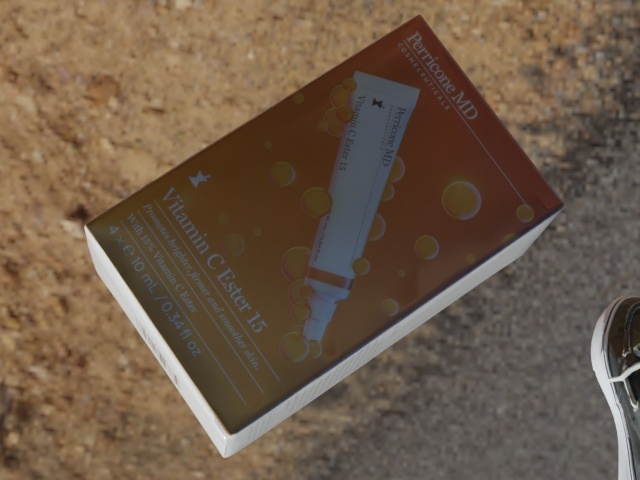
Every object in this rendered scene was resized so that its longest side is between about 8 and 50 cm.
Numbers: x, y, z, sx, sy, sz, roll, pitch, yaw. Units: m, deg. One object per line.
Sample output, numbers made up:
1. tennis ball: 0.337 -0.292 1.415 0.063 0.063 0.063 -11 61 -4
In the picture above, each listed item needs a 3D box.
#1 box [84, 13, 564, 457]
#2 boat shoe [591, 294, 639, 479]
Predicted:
1. box: 0.000 0.000 1.188 0.345 0.215 0.168 -34 171 -12
2. boat shoe: 0.357 0.162 1.426 0.113 0.306 0.105 17 135 -7
